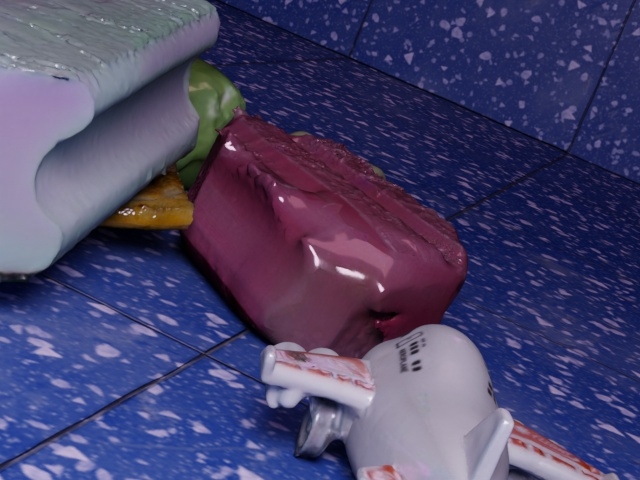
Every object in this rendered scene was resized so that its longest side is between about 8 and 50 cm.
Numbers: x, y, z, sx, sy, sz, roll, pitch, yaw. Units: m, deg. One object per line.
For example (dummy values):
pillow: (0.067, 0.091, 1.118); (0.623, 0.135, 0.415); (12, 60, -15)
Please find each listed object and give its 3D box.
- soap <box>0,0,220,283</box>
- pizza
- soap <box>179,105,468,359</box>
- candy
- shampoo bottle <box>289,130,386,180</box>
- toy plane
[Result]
soap: (-0.261, -0.113, 1.112); (0.261, 0.156, 0.446); (19, 21, 7)
pizza: (-0.200, -0.051, 1.310); (0.181, 0.034, 0.262); (6, 14, -5)
soap: (0.000, 0.000, 1.287); (0.220, 0.127, 0.325); (11, 18, -35)
candy: (-0.227, -0.166, 1.589); (0.142, 0.132, 0.343); (-27, 41, -33)
shampoo bottle: (-0.009, -0.076, 1.661); (0.162, 0.079, 0.079); (29, 15, 24)
toy plane: (0.074, 0.125, 0.956); (0.252, 0.118, 0.252); (22, 11, -5)
